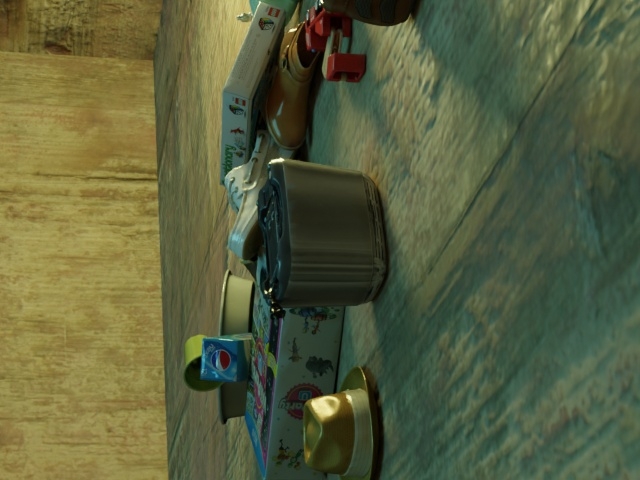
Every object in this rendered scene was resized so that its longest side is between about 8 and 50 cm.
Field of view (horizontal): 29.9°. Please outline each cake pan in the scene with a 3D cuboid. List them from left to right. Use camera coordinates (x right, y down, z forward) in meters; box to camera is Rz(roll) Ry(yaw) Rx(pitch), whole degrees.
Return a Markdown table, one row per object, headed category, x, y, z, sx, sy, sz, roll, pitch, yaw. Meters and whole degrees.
| category | x | y | z | sx | sy | sz | roll | pitch | yaw |
| --- | --- | --- | --- | --- | --- | --- | --- | --- | --- |
| cake pan | -0.155 | 0.201 | 2.265 | 0.293 | 0.054 | 0.293 | 1 | -90 | -89 |

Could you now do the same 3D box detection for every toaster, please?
| category | x | y | z | sx | sy | sz | roll | pitch | yaw |
| --- | --- | --- | --- | --- | --- | --- | --- | --- | --- |
| toaster | 0.000 | 0.000 | 1.571 | 0.129 | 0.146 | 0.227 | 110 | 158 | -55 |

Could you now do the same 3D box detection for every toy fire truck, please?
| category | x | y | z | sx | sy | sz | roll | pitch | yaw |
| --- | --- | --- | --- | --- | --- | --- | --- | --- | --- |
| toy fire truck | 0.018 | -0.286 | 1.739 | 0.192 | 0.047 | 0.135 | 163 | 107 | -76 |

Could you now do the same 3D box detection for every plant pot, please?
| category | x | y | z | sx | sy | sz | roll | pitch | yaw |
| --- | --- | --- | --- | --- | --- | --- | --- | --- | --- |
| plant pot | -0.206 | 0.208 | 2.096 | 0.079 | 0.083 | 0.083 | -117 | 31 | -54 |

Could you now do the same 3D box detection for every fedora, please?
| category | x | y | z | sx | sy | sz | roll | pitch | yaw |
| --- | --- | --- | --- | --- | --- | --- | --- | --- | --- |
| fedora | 0.019 | 0.259 | 1.607 | 0.194 | 0.079 | 0.194 | -178 | 90 | -76 |

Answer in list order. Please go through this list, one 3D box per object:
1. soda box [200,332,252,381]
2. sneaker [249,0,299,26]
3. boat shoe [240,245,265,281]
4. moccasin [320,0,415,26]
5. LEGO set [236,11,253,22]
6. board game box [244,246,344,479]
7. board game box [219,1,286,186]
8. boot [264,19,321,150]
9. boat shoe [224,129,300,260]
| category | x | y | z | sx | sy | sz | roll | pitch | yaw |
| --- | --- | --- | --- | --- | --- | --- | --- | --- | --- |
| soda box | -0.130 | 0.197 | 2.041 | 0.210 | 0.067 | 0.071 | 5 | -93 | -71 |
| sneaker | -0.066 | -0.432 | 1.984 | 0.151 | 0.094 | 0.256 | -95 | 16 | -49 |
| boat shoe | -0.093 | 0.038 | 2.056 | 0.095 | 0.095 | 0.257 | -167 | 79 | -76 |
| moccasin | 0.019 | -0.409 | 1.535 | 0.139 | 0.147 | 0.380 | 108 | 159 | -49 |
| LEGO set | -0.124 | -0.426 | 2.212 | 0.132 | 0.107 | 0.287 | -126 | 39 | -68 |
| board game box | -0.046 | 0.186 | 1.855 | 0.224 | 0.097 | 0.303 | -124 | 38 | -69 |
| board game box | -0.119 | -0.242 | 2.076 | 0.305 | 0.053 | 0.193 | 101 | -173 | -62 |
| boot | -0.038 | -0.252 | 1.919 | 0.152 | 0.073 | 0.197 | 154 | 115 | -72 |
| boat shoe | -0.112 | -0.079 | 1.956 | 0.098 | 0.096 | 0.277 | 103 | -174 | -45 |
